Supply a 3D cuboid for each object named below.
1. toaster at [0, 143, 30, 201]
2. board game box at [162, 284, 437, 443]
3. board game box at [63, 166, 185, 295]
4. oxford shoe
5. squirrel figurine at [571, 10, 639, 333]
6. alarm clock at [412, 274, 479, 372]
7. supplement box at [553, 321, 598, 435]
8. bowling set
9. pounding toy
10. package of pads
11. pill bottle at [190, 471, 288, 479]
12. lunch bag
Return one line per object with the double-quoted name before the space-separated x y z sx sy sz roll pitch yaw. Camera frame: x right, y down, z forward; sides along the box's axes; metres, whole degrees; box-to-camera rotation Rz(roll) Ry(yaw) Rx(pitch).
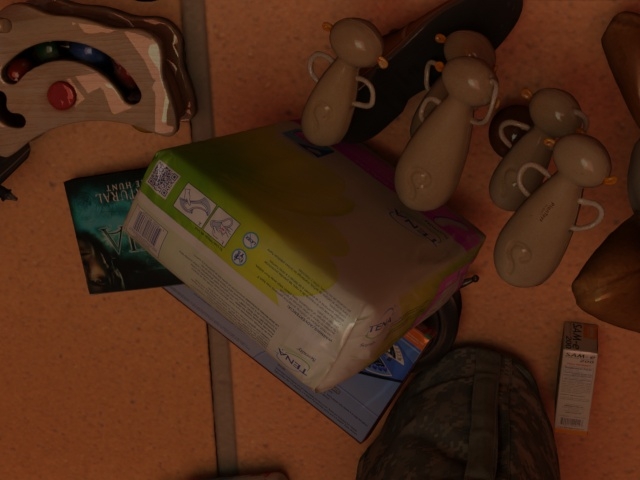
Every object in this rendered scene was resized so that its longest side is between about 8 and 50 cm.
"toaster" -0.408 -0.087 1.230 0.168 0.110 0.185 -33 104 22
"board game box" -0.031 0.067 1.227 0.281 0.027 0.145 37 118 14
"board game box" -0.167 -0.014 1.235 0.186 0.026 0.126 -7 100 23
"oxford shoe" 0.088 -0.181 1.119 0.212 0.076 0.076 -33 131 9
"squirrel figurine" 0.448 -0.048 0.935 0.397 0.281 0.370 26 157 -19
"alarm clock" 0.070 0.090 1.248 0.129 0.064 0.192 28 119 -2
"supplement box" 0.261 0.141 1.232 0.036 0.062 0.098 6 114 10
"bowling set" 0.143 -0.116 1.055 0.287 0.200 0.154 35 132 13
"pounding toy" -0.265 -0.146 1.151 0.270 0.155 0.154 12 111 5
"package of pads" 0.000 0.000 1.058 0.229 0.296 0.101 39 116 14
"pill bottle" -0.115 0.313 1.366 0.160 0.087 0.087 -8 112 14
"lunch bag" 0.133 0.274 1.183 0.213 0.305 0.256 12 117 5
